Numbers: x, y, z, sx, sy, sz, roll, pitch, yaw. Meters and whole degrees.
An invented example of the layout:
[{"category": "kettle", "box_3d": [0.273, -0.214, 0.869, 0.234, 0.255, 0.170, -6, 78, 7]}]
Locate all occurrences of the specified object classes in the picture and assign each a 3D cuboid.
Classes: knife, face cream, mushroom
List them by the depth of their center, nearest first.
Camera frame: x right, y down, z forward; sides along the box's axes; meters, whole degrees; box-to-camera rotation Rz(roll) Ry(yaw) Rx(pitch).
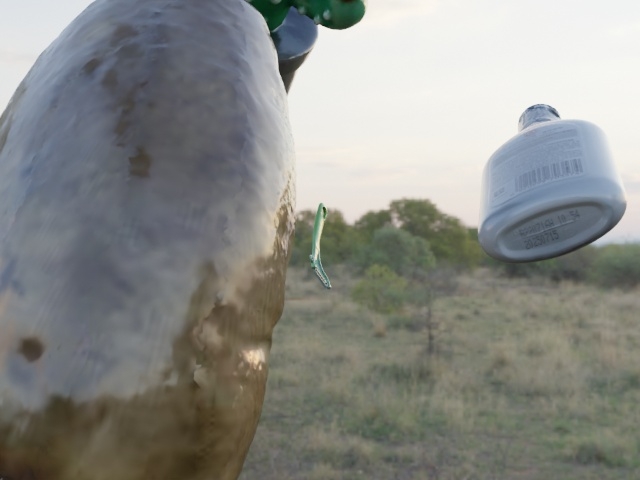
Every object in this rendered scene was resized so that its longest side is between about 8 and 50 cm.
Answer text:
[{"category": "mushroom", "box_3d": [-0.139, -0.032, 0.619, 0.224, 0.397, 0.313, 21, -3, -27]}, {"category": "face cream", "box_3d": [0.237, -0.075, 0.865, 0.144, 0.071, 0.291, -21, 22, 20]}, {"category": "knife", "box_3d": [-0.003, 0.001, 1.391, 0.022, 0.166, 0.078, -11, -41, 14]}]

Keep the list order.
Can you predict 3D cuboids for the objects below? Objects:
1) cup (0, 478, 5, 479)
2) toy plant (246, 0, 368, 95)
[{"category": "cup", "box_3d": [-0.216, 0.291, 0.654, 0.166, 0.177, 0.239, 29, -26, 20]}, {"category": "toy plant", "box_3d": [-0.079, -0.303, 1.061, 0.185, 0.279, 0.400, -29, -25, -36]}]
